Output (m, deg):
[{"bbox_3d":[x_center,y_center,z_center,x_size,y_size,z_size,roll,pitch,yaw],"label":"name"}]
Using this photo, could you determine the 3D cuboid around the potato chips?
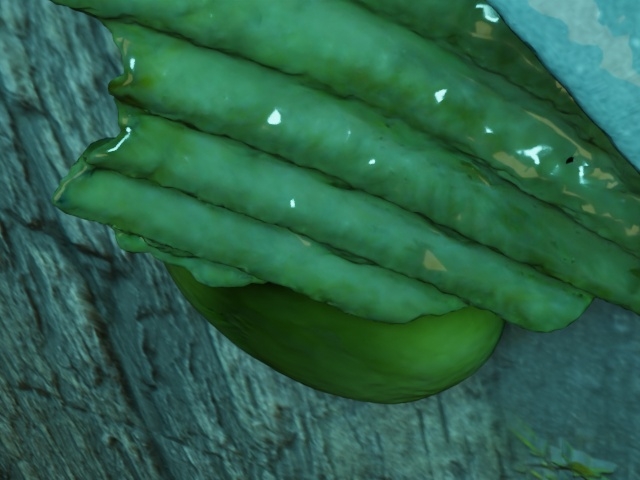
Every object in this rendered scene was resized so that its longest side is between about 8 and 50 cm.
[{"bbox_3d":[0.056,-0.074,0.589,0.389,0.097,0.373,8,135,8],"label":"potato chips"}]

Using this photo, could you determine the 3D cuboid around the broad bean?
[{"bbox_3d":[0.000,-0.001,0.824,0.238,0.119,0.291,2,140,29],"label":"broad bean"}]

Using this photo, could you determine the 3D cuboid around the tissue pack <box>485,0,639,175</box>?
[{"bbox_3d":[0.213,-0.079,0.442,0.228,0.103,0.315,-38,106,21],"label":"tissue pack"}]
